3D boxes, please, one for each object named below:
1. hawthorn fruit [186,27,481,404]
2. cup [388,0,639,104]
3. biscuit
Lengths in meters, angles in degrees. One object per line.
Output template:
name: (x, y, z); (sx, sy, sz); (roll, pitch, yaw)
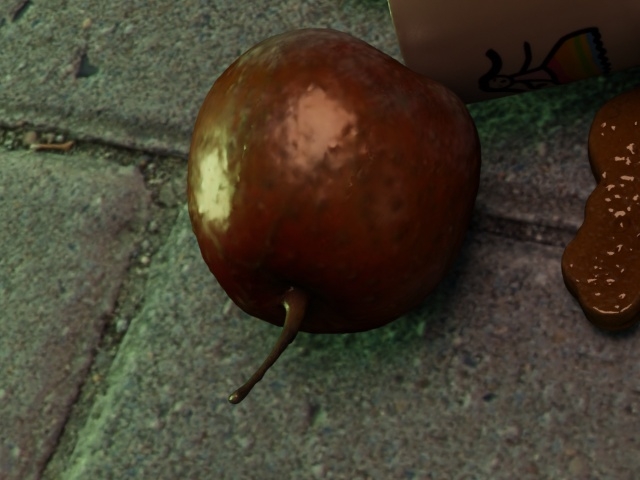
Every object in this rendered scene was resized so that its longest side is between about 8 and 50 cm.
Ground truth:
hawthorn fruit: (0.007, -0.033, 1.392); (0.231, 0.235, 0.263); (34, 112, 50)
cup: (0.162, -0.227, 1.398); (0.200, 0.253, 0.191); (-9, 66, 20)
biscuit: (0.297, -0.053, 1.401); (0.186, 0.044, 0.295); (11, 64, 21)
